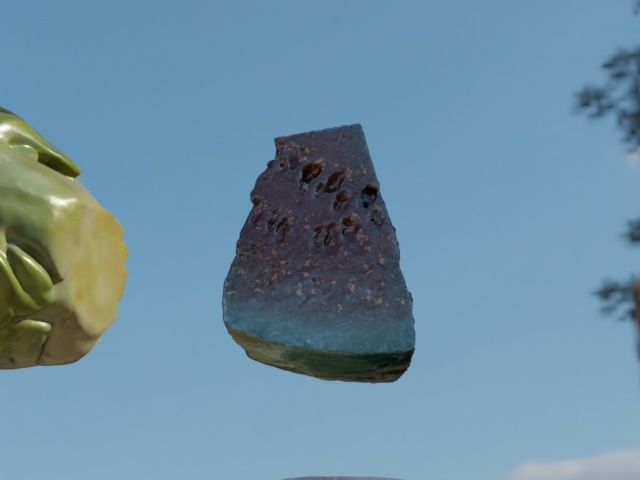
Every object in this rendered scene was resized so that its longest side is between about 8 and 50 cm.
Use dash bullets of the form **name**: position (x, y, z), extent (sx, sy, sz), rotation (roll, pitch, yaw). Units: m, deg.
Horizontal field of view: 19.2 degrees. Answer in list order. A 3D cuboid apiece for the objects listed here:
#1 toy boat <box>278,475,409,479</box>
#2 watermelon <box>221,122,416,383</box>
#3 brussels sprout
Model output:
- **toy boat**: position (0.064, 0.269, 1.635), extent (0.283, 0.127, 0.078), rotation (9, -26, -22)
- **watermelon**: position (0.000, 0.000, 1.539), extent (0.154, 0.241, 0.094), rotation (7, -31, -6)
- **brussels sprout**: position (-0.350, -0.016, 1.754), extent (0.344, 0.268, 0.344), rotation (13, 6, -1)
